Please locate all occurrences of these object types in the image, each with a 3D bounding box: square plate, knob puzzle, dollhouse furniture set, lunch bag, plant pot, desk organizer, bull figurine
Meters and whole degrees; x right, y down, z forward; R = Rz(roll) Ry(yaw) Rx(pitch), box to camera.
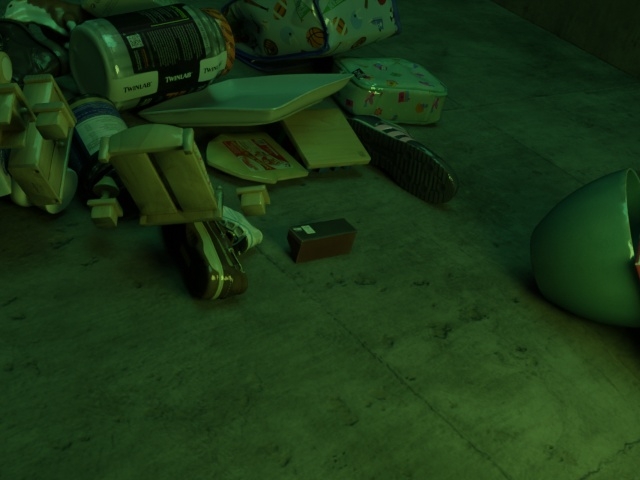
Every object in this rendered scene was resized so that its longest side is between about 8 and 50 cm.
[{"bbox_3d":[-0.151,-0.299,1.901,0.347,0.049,0.344,4,22,30],"label":"square plate"},{"bbox_3d":[-0.149,-0.161,1.807,0.213,0.030,0.213,13,32,-8],"label":"knob puzzle"},{"bbox_3d":[-0.276,-0.172,1.342,0.356,0.303,0.173,-4,60,5],"label":"dollhouse furniture set"},{"bbox_3d":[0.162,-0.391,2.252,0.279,0.107,0.224,1,35,-26],"label":"lunch bag"},{"bbox_3d":[-0.041,-0.574,2.309,0.386,0.238,0.328,2,18,41],"label":"lunch bag"},{"bbox_3d":[0.503,0.028,1.643,0.196,0.290,0.290,-12,19,29],"label":"plant pot"},{"bbox_3d":[0.000,0.000,1.605,0.130,0.050,0.047,-10,40,-38],"label":"desk organizer"},{"bbox_3d":[-0.547,-0.469,1.995,0.310,0.101,0.188,0,39,-47],"label":"bull figurine"}]

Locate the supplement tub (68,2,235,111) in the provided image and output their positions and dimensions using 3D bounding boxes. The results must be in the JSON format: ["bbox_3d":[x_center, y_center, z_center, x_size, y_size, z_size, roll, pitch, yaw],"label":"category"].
[{"bbox_3d":[-0.350,-0.392,1.880,0.316,0.193,0.193,-22,48,-35],"label":"supplement tub"}]

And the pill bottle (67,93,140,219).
[{"bbox_3d":[-0.377,-0.145,1.561,0.123,0.122,0.219,-10,54,-38],"label":"pill bottle"}]

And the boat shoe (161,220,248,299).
[{"bbox_3d":[-0.191,0.003,1.478,0.095,0.095,0.257,4,43,-34],"label":"boat shoe"}]

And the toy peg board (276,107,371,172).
[{"bbox_3d":[-0.004,-0.200,1.917,0.161,0.079,0.160,-8,55,-34],"label":"toy peg board"}]

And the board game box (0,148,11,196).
[{"bbox_3d":[-0.641,-0.134,1.364,0.319,0.065,0.318,-17,39,-7],"label":"board game box"}]

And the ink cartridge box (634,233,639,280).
[{"bbox_3d":[0.643,0.110,1.530,0.117,0.283,0.207,-14,18,28],"label":"ink cartridge box"}]

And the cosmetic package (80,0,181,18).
[{"bbox_3d":[-0.391,-0.516,2.053,0.309,0.113,0.160,32,18,-29],"label":"cosmetic package"}]

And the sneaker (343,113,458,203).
[{"bbox_3d":[0.192,-0.195,1.953,0.319,0.112,0.131,37,38,26],"label":"sneaker"}]

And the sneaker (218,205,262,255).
[{"bbox_3d":[-0.183,-0.035,1.570,0.191,0.071,0.083,35,22,21],"label":"sneaker"}]

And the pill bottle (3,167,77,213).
[{"bbox_3d":[-0.503,-0.119,1.486,0.180,0.108,0.108,25,32,14],"label":"pill bottle"}]

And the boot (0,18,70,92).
[{"bbox_3d":[-0.669,-0.363,1.821,0.263,0.091,0.229,22,39,22],"label":"boot"}]
